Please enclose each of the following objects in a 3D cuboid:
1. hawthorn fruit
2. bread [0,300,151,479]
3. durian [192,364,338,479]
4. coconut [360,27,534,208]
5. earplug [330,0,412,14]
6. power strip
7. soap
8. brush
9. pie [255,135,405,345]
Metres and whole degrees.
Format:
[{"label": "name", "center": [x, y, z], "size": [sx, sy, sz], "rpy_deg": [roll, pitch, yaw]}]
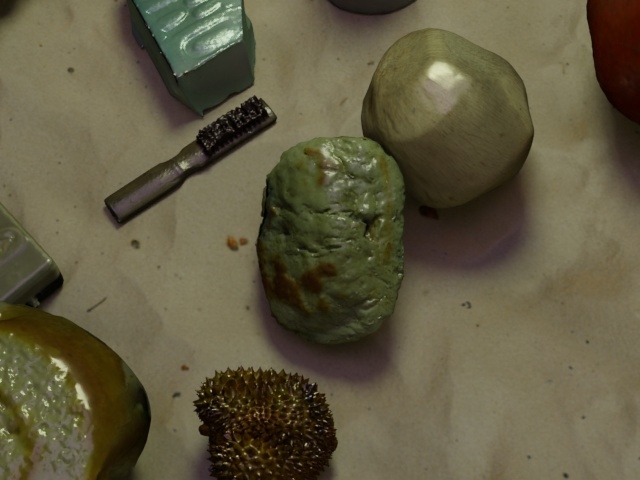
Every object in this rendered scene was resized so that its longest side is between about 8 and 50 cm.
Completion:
[{"label": "hawthorn fruit", "center": [0.460, -0.247, 1.662], "size": [0.295, 0.311, 0.295], "rpy_deg": [0, 93, 7]}, {"label": "bread", "center": [-0.370, 0.195, 1.581], "size": [0.395, 0.239, 0.264], "rpy_deg": [35, 69, 21]}, {"label": "durian", "center": [-0.062, 0.222, 1.594], "size": [0.168, 0.137, 0.158], "rpy_deg": [3, 85, -7]}, {"label": "coconut", "center": [0.159, -0.142, 1.703], "size": [0.224, 0.224, 0.224], "rpy_deg": [-2, 65, 5]}, {"label": "earplug", "center": [0.060, -0.443, 1.789], "size": [0.172, 0.301, 0.172], "rpy_deg": [-2, 65, 4]}, {"label": "power strip", "center": [-0.432, -0.004, 1.765], "size": [0.105, 0.070, 0.256], "rpy_deg": [-41, 69, -12]}, {"label": "soap", "center": [-0.172, -0.291, 1.860], "size": [0.145, 0.091, 0.230], "rpy_deg": [-31, 65, -9]}, {"label": "brush", "center": [-0.168, -0.108, 1.805], "size": [0.248, 0.036, 0.043], "rpy_deg": [-34, 62, -10]}, {"label": "pie", "center": [0.000, 0.000, 1.661], "size": [0.201, 0.090, 0.248], "rpy_deg": [2, 92, 30]}]
